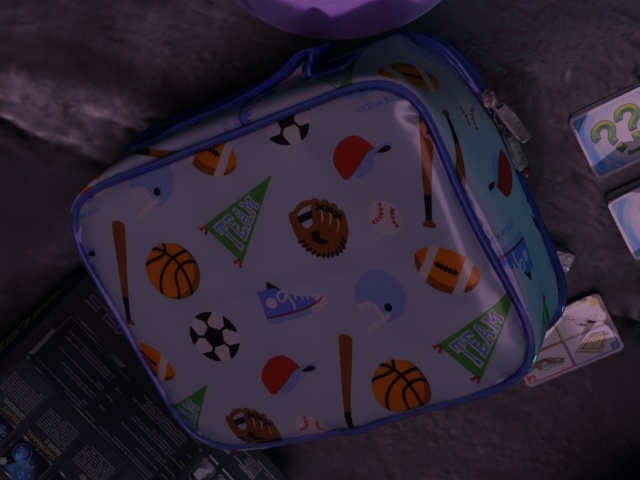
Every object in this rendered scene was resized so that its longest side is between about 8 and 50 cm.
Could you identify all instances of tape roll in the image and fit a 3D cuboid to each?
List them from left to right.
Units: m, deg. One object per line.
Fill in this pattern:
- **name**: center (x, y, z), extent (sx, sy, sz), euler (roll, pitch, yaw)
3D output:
- **tape roll**: center (0.011, -0.224, 1.001), extent (0.189, 0.080, 0.189), euler (0, 114, 1)

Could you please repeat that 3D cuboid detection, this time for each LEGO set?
- **LEGO set**: center (0.165, 0.016, 1.118), extent (0.244, 0.060, 0.182), euler (-24, 108, 13)

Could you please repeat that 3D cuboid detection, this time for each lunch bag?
- **lunch bag**: center (0.000, 0.000, 1.044), extent (0.303, 0.115, 0.243), euler (-19, 105, 30)

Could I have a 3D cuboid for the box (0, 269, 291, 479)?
- **box**: center (-0.154, 0.165, 1.144), extent (0.183, 0.059, 0.232), euler (-47, 106, -17)
